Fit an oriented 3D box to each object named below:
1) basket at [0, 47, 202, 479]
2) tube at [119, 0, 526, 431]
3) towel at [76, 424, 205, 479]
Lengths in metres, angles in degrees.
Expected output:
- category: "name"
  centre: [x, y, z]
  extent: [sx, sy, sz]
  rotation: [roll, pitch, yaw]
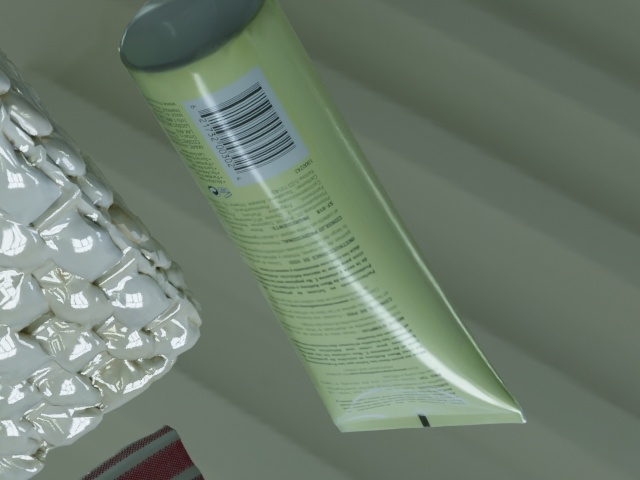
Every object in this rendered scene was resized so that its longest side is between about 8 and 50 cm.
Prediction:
- category: "basket"
  centre: [-0.265, -0.003, 0.599]
  extent: [0.328, 0.331, 0.266]
  rotation: [-40, -111, -4]
- category: "tube"
  centre: [0.000, 0.000, 0.677]
  extent: [0.062, 0.240, 0.070]
  rotation: [-38, -144, -10]
- category: "towel"
  centre: [-0.091, 0.220, 0.955]
  extent: [0.144, 0.029, 0.197]
  rotation: [-30, -90, -47]
